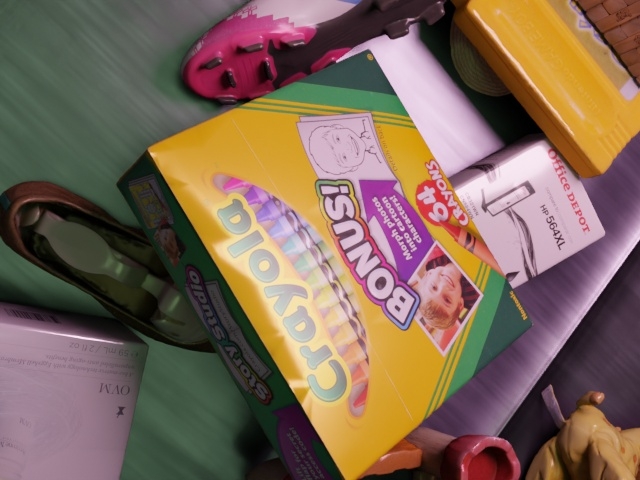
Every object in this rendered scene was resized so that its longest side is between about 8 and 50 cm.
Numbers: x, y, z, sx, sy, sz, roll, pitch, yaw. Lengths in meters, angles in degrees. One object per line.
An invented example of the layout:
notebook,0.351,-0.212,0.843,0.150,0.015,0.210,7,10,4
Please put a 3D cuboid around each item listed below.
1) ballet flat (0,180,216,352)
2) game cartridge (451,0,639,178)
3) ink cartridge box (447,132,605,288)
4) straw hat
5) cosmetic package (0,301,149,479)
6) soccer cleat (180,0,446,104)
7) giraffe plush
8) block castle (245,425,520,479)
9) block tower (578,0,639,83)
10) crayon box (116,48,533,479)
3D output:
ballet flat,-0.205,0.039,1.021,0.342,0.124,0.116,32,87,-13
game cartridge,0.336,-0.283,1.117,0.285,0.053,0.323,48,66,-11
ink cartridge box,0.225,-0.025,1.133,0.203,0.086,0.148,-29,99,-9
straw hat,0.234,-0.254,1.133,0.144,0.061,0.144,-1,94,-12
cosmetic package,-0.328,0.189,0.973,0.224,0.138,0.224,12,93,-27
soccer cleat,-0.012,-0.270,1.065,0.331,0.116,0.143,-21,59,2
giraffe plush,0.379,0.294,1.169,0.170,0.181,0.210,14,56,-23
block castle,0.091,0.454,1.033,0.303,0.213,0.453,-4,92,-28
block tower,0.324,-0.341,1.046,0.335,0.097,0.091,48,68,-11
crayon box,0.017,0.019,0.955,0.313,0.106,0.363,-32,91,-38
